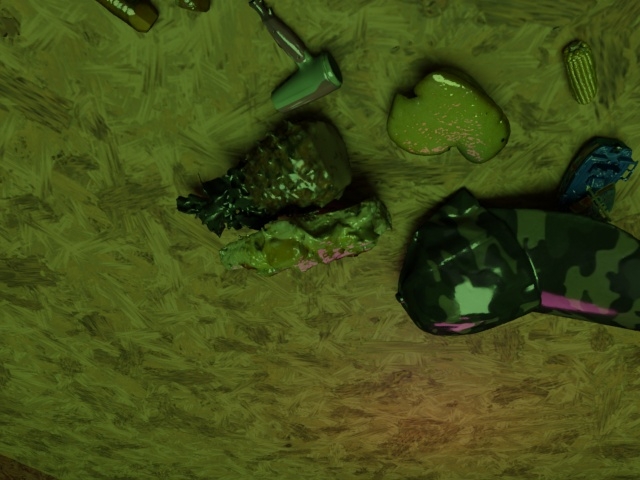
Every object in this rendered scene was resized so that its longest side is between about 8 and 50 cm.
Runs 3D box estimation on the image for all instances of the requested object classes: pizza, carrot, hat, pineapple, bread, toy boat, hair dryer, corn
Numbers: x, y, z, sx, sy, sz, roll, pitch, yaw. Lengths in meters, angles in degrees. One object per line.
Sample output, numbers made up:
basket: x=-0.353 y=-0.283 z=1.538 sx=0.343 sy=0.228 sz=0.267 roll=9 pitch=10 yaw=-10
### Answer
pizza: x=0.000 y=0.000 z=0.728 sx=0.324 sy=0.089 sz=0.223 roll=-14 pitch=177 yaw=-15
carrot: x=-0.292 y=-0.335 z=0.565 sx=0.171 sy=0.042 sz=0.042 roll=34 pitch=128 yaw=-22
hat: x=0.347 y=0.104 z=0.791 sx=0.257 sy=0.382 sz=0.366 roll=-43 pitch=128 yaw=-14
pineapple: x=-0.110 y=-0.090 z=0.725 sx=0.310 sy=0.140 sz=0.170 roll=-19 pitch=159 yaw=30
bread: x=-0.161 y=-0.336 z=0.555 sx=0.047 sy=0.036 sz=0.083 roll=0 pitch=136 yaw=-17
toy boat: x=0.442 y=-0.068 z=0.718 sx=0.091 sy=0.110 sz=0.174 roll=6 pitch=136 yaw=-5
hair dryer: x=-0.047 y=-0.264 z=0.618 sx=0.106 sy=0.054 sz=0.154 roll=-18 pitch=120 yaw=26
bread: x=0.192 y=-0.181 z=0.667 sx=0.188 sy=0.065 sz=0.149 roll=27 pitch=141 yaw=-24
corn: x=0.364 y=-0.232 z=0.616 sx=0.037 sy=0.037 sz=0.092 roll=-21 pitch=132 yaw=23
